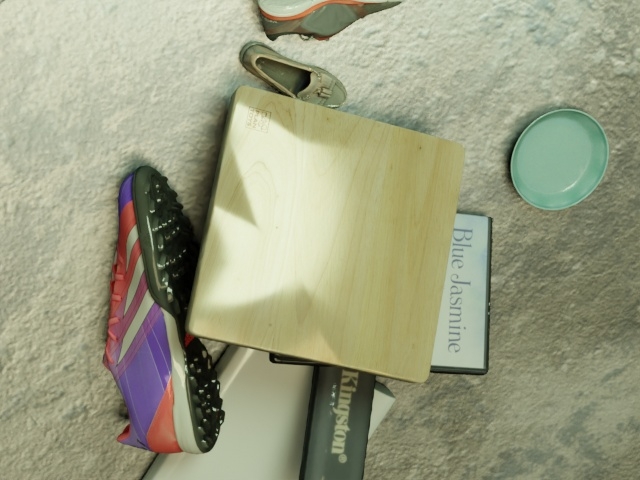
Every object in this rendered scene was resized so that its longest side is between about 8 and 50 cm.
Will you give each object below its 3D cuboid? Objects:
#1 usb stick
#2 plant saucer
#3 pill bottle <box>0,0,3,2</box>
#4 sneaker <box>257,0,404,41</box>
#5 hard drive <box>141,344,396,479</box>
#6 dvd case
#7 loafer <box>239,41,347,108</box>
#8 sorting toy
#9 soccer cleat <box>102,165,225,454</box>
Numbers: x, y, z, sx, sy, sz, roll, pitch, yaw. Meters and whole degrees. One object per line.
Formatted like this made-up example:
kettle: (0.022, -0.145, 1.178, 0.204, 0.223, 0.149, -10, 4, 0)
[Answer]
usb stick: (0.023, 0.180, 1.488, 0.077, 0.045, 0.278, 13, 80, -25)
plant saucer: (0.267, -0.093, 1.526, 0.119, 0.021, 0.119, -6, 113, -14)
pill bottle: (-0.311, -0.258, 1.272, 0.120, 0.067, 0.067, -34, 116, -1)
sneaker: (0.011, -0.239, 1.388, 0.158, 0.061, 0.065, -9, 140, -12)
hard drive: (-0.079, 0.260, 1.555, 0.203, 0.040, 0.307, 29, 100, -24)
dvd case: (0.070, 0.052, 1.484, 0.253, 0.022, 0.180, 5, 81, -18)
loafer: (-0.025, -0.166, 1.404, 0.125, 0.039, 0.045, 23, 102, -22)
sorting toy: (0.000, 0.000, 1.408, 0.256, 0.089, 0.257, 14, 79, -16)
soccer cleat: (-0.187, 0.080, 1.426, 0.117, 0.108, 0.318, -4, 108, 16)
